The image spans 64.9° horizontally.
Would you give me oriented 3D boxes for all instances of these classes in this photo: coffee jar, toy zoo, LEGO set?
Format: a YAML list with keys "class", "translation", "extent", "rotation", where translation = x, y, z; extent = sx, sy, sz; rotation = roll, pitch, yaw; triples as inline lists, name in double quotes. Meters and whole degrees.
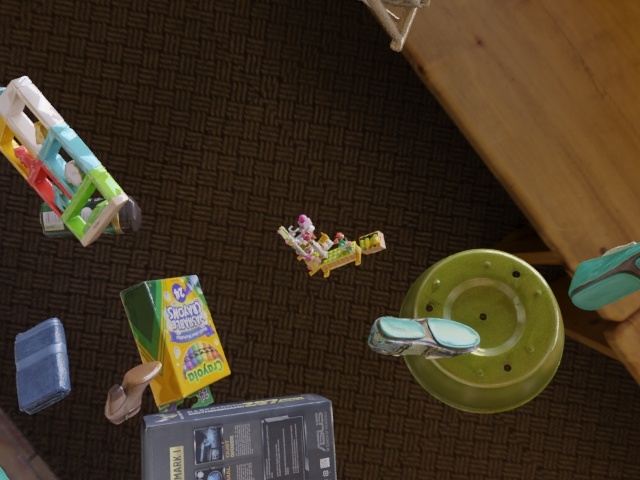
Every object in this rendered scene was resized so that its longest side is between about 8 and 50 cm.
- class: "coffee jar"
  translation: [-0.475, -0.049, 1.057]
  extent: [0.185, 0.096, 0.078]
  rotation: [-5, 85, -12]
- class: "toy zoo"
  translation: [-0.467, -0.141, 0.866]
  extent: [0.293, 0.192, 0.030]
  rotation: [51, 46, -7]
- class: "LEGO set"
  translation: [0.000, 0.000, 1.123]
  extent: [0.107, 0.287, 0.132]
  rotation: [49, 67, -33]

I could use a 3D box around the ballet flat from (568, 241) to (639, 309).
- class: "ballet flat"
  translation: [0.470, 0.026, 0.731]
  extent: [0.083, 0.247, 0.087]
  rotation: [31, 56, -12]

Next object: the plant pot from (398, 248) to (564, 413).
- class: "plant pot"
  translation: [0.321, 0.168, 1.006]
  extent: [0.367, 0.353, 0.366]
  rotation: [-4, 75, 14]

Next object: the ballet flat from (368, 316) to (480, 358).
- class: "ballet flat"
  translation: [0.158, 0.156, 0.788]
  extent: [0.189, 0.070, 0.070]
  rotation: [12, 90, -19]

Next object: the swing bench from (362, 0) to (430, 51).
- class: "swing bench"
  translation: [0.094, -0.403, 0.597]
  extent: [0.165, 0.253, 0.254]
  rotation: [42, 108, 8]

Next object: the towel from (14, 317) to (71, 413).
- class: "towel"
  translation: [-0.367, 0.164, 0.667]
  extent: [0.067, 0.029, 0.119]
  rotation: [-27, 53, -5]

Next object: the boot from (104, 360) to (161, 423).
- class: "boot"
  translation: [-0.347, 0.286, 0.938]
  extent: [0.119, 0.042, 0.086]
  rotation: [-27, 137, -37]

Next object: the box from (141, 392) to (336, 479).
- class: "box"
  translation: [-0.075, 0.279, 0.487]
  extent: [0.184, 0.059, 0.232]
  rotation: [-1, 81, -24]

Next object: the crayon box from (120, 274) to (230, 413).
- class: "crayon box"
  translation: [-0.330, 0.251, 1.201]
  extent: [0.083, 0.203, 0.322]
  rotation: [-23, 83, 19]

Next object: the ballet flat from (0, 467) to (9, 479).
- class: "ballet flat"
  translation: [-0.296, 0.166, 0.368]
  extent: [0.096, 0.095, 0.280]
  rotation: [-31, 74, -15]
